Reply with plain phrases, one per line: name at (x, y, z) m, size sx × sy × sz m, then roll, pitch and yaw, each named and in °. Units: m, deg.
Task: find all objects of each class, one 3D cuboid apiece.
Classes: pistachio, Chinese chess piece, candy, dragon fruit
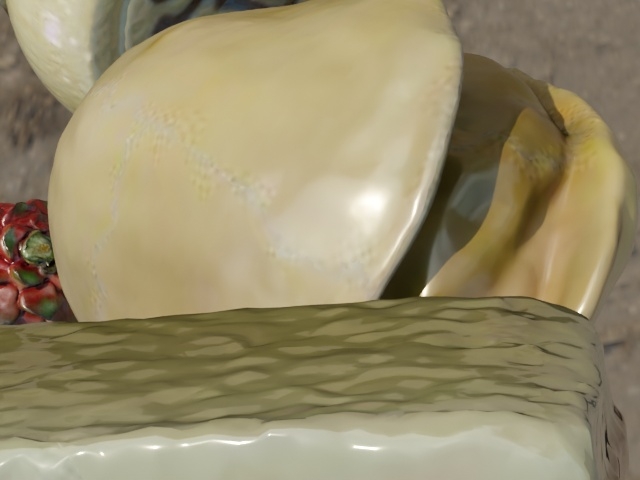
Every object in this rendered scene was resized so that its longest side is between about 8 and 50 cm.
pistachio at (0.000, 0.000, 0.875) m, size 0.229 × 0.238 × 0.321 m, roll 26°, pitch 162°, yaw -24°
Chinese chess piece at (-0.073, -0.178, 1.223) m, size 0.257 × 0.104 × 0.257 m, roll -27°, pitch 141°, yaw -25°
candy at (-0.067, 0.097, 0.557) m, size 0.321 × 0.179 × 0.135 m, roll -6°, pitch 98°, yaw 13°
dragon fruit at (-0.211, 0.040, 1.357) m, size 0.130 × 0.121 × 0.142 m, roll 10°, pitch 92°, yaw -9°
